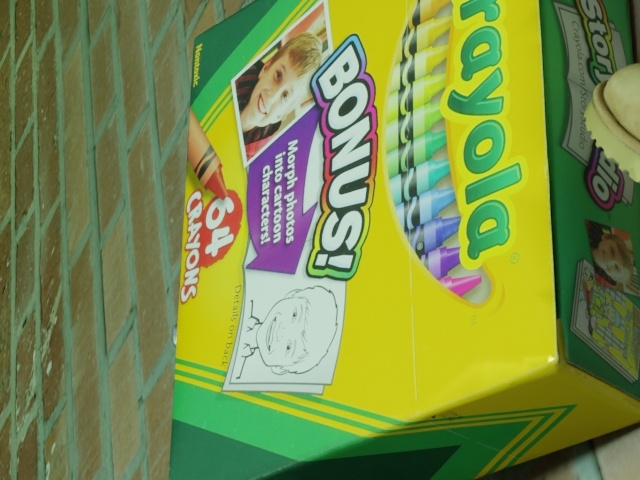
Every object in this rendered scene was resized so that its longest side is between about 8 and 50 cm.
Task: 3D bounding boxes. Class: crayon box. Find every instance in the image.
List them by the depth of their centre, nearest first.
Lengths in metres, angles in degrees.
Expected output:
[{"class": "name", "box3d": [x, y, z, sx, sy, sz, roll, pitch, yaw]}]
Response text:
[{"class": "crayon box", "box3d": [0.048, -0.026, 1.154, 0.313, 0.106, 0.363, -27, 51, 40]}]

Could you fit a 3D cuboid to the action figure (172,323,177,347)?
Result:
[{"class": "action figure", "box3d": [0.000, 0.000, 1.361, 0.285, 0.099, 0.185, -39, 36, 49]}]

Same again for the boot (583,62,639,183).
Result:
[{"class": "boot", "box3d": [0.254, -0.124, 0.875, 0.236, 0.089, 0.269, 49, 121, 51]}]
